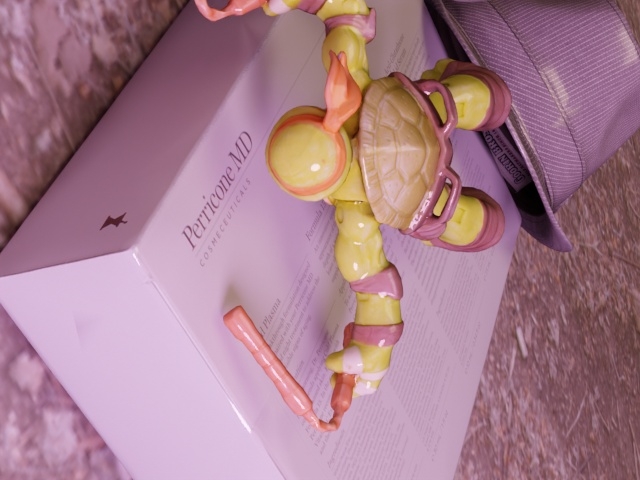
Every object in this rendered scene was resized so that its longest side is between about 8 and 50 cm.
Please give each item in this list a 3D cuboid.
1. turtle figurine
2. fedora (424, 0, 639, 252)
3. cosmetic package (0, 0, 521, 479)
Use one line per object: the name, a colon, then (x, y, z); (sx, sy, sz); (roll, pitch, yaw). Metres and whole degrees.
turtle figurine: (0.031, -0.055, 0.596); (0.217, 0.087, 0.269); (-8, 87, -61)
fedora: (0.163, -0.120, 0.899); (0.243, 0.124, 0.275); (61, 0, 1)
cosmetic package: (0.000, 0.000, 0.706); (0.284, 0.097, 0.377); (63, 32, -30)
